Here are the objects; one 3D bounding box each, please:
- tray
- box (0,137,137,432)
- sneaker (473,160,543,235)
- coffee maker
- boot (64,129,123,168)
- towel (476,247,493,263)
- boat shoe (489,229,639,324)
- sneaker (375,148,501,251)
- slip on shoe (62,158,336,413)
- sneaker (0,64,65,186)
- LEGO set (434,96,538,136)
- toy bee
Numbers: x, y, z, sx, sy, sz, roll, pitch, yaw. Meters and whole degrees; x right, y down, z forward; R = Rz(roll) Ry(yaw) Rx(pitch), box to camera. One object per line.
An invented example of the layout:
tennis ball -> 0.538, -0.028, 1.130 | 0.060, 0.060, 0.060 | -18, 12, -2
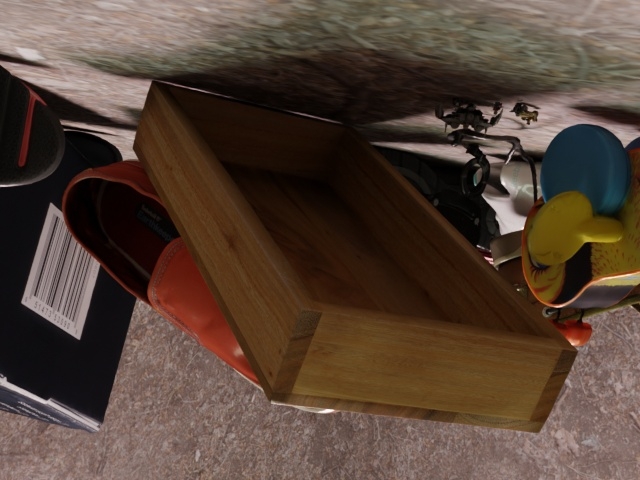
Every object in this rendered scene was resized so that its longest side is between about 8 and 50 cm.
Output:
tray -> 0.000, -0.003, 0.896 | 0.203, 0.076, 0.411 | 10, -159, -26
box -> -0.514, 0.004, 1.366 | 0.472, 0.297, 0.480 | 8, 163, 14
sneaker -> 0.196, -0.047, 1.175 | 0.094, 0.080, 0.212 | 14, 169, -1
coffee maker -> 0.062, -0.020, 1.148 | 0.178, 0.171, 0.120 | 24, 159, 44
boot -> -0.424, -0.125, 1.615 | 0.247, 0.094, 0.207 | 16, -176, 14
towel -> 0.324, -0.005, 1.448 | 0.329, 0.037, 0.237 | 10, -161, 18
boat shoe -> 0.319, 0.029, 1.107 | 0.307, 0.104, 0.111 | -9, 169, 5
sneaker -> 0.119, -0.040, 1.318 | 0.286, 0.109, 0.130 | 12, -175, -18
slip on shoe -> -0.094, 0.036, 0.971 | 0.331, 0.123, 0.101 | 36, -159, 27
sneaker -> -0.385, -0.138, 1.062 | 0.314, 0.115, 0.136 | 17, -173, -15
LEGO set -> 0.116, -0.087, 0.845 | 0.054, 0.023, 0.083 | 10, 179, -32
toy bee -> 0.214, -0.001, 0.834 | 0.195, 0.162, 0.298 | 2, -178, -12
